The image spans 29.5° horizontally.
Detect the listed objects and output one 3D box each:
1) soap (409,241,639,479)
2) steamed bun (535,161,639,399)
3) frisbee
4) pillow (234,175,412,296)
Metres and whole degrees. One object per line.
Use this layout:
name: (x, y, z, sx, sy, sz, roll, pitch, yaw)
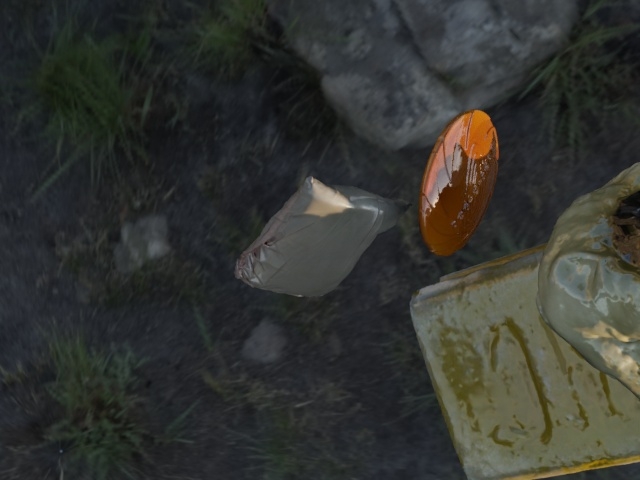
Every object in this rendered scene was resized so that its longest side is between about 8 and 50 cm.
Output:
soap: (0.315, 0.150, 1.590, 0.156, 0.335, 0.293, -22, 93, -53)
steamed bun: (0.247, 0.015, 0.761, 0.172, 0.155, 0.140, 37, 54, -8)
frisbee: (0.184, -0.070, 1.536, 0.035, 0.192, 0.192, 17, 74, 31)
pillow: (0.000, 0.000, 1.588, 0.173, 0.270, 0.067, 7, 59, -28)
